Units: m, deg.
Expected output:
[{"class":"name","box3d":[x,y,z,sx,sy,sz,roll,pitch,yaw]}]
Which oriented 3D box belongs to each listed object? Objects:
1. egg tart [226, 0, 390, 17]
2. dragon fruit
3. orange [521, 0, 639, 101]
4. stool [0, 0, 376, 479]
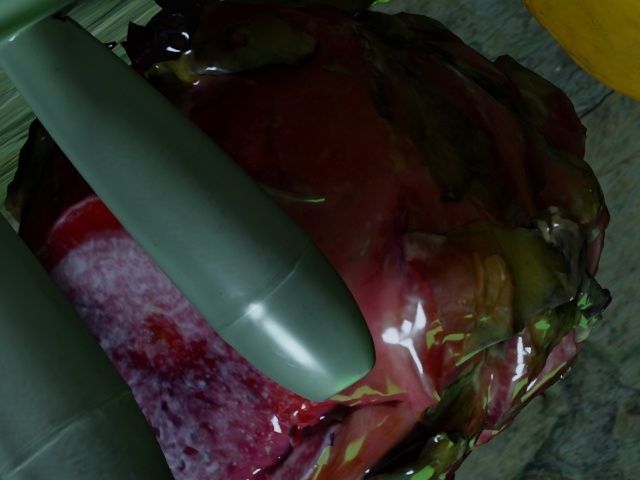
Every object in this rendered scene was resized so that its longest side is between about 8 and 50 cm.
[{"class":"egg tart","box3d":[0.024,-0.159,0.990,0.212,0.090,0.212,-31,-178,1]},{"class":"dragon fruit","box3d":[0.000,0.000,0.852,0.250,0.269,0.291,-46,174,40]},{"class":"orange","box3d":[0.158,-0.145,0.673,0.193,0.219,0.219,-22,176,-42]},{"class":"stool","box3d":[-0.118,0.020,0.642,0.195,0.199,0.195,-31,-174,32]}]
